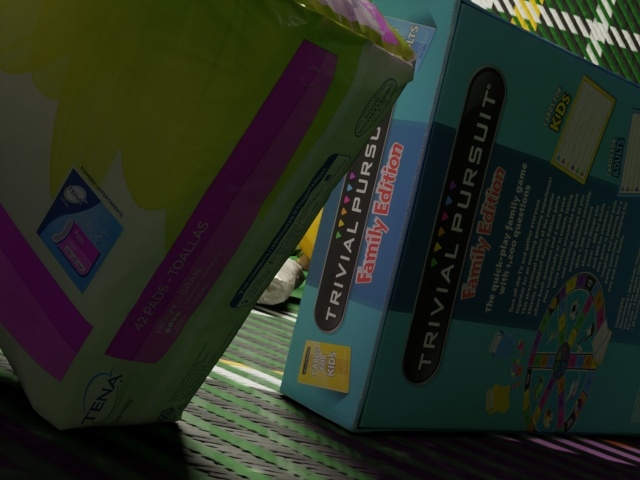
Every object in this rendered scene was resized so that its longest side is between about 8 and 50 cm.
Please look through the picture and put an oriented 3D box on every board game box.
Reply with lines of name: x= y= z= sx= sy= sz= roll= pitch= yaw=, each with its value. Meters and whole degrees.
board game box: x=0.150 y=0.004 z=0.641 sx=0.336 sy=0.253 sz=0.079 roll=12 pitch=3 yaw=-40

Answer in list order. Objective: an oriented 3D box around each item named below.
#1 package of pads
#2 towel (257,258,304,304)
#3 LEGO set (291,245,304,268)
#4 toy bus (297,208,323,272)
package of pads: x=-0.115 y=-0.090 z=0.464 sx=0.101 sy=0.229 sz=0.296 roll=9 pitch=31 yaw=-52
towel: x=-0.160 y=0.015 z=0.988 sx=0.282 sy=0.049 sz=0.187 roll=15 pitch=4 yaw=3
LEGO set: x=0.000 y=0.000 z=1.298 sx=0.255 sy=0.192 sz=0.331 roll=-15 pitch=-6 yaw=12
toy bus: x=0.026 y=0.004 z=1.038 sx=0.191 sy=0.104 sz=0.202 roll=47 pitch=2 yaw=5
